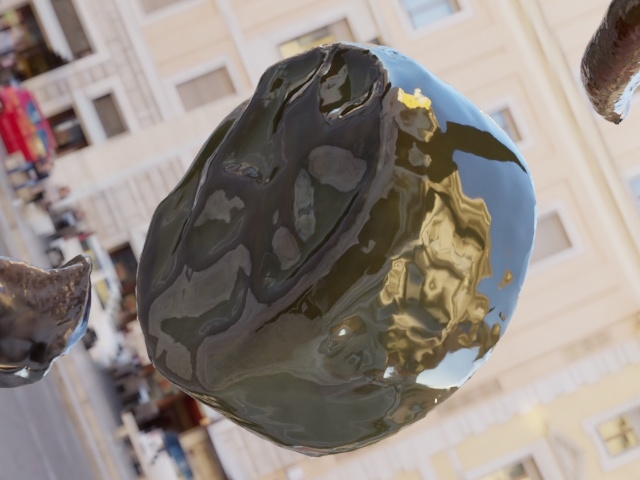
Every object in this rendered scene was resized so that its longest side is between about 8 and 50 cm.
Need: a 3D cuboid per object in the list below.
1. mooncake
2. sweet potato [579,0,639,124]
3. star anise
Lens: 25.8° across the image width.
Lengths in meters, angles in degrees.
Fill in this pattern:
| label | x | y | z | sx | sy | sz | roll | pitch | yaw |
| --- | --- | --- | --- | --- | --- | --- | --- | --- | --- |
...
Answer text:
| label | x | y | z | sx | sy | sz | roll | pitch | yaw |
| --- | --- | --- | --- | --- | --- | --- | --- | --- | --- |
| mooncake | 0.000 | 0.000 | 0.959 | 0.155 | 0.284 | 0.284 | 36 | 11 | -30 |
| sweet potato | 0.222 | -0.143 | 0.940 | 0.255 | 0.058 | 0.078 | 132 | -50 | -76 |
| star anise | -0.223 | 0.062 | 0.643 | 0.214 | 0.220 | 0.099 | -13 | 83 | -61 |
